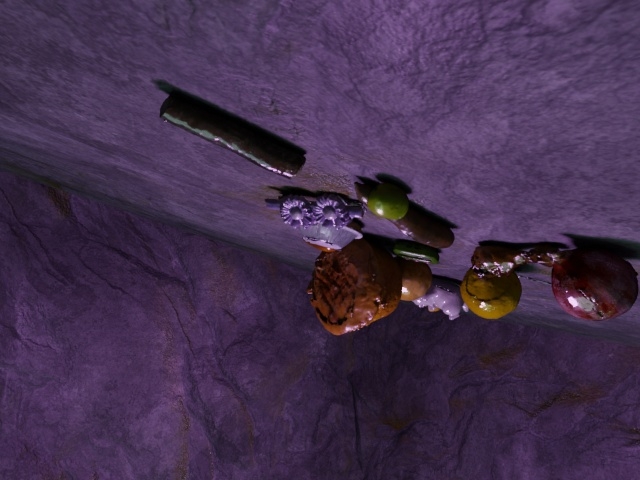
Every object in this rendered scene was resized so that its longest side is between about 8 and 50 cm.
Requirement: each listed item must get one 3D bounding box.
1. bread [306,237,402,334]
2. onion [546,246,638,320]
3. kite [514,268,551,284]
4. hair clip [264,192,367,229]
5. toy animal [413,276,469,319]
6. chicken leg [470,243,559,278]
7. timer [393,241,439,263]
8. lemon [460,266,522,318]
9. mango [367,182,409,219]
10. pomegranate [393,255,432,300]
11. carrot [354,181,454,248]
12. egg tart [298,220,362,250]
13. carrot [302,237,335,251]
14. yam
[{"bbox_3d":[0.117,0.161,1.540,0.204,0.336,0.358,11,154,-35],"label":"bread"},{"bbox_3d":[0.555,0.078,0.915,0.195,0.159,0.159,34,167,-13],"label":"onion"},{"bbox_3d":[0.641,0.118,1.429,0.250,0.012,0.229,12,171,16],"label":"kite"},{"bbox_3d":[-0.016,-0.081,1.133,0.292,0.084,0.106,7,125,31],"label":"hair clip"},{"bbox_3d":[0.493,0.229,1.937,0.208,0.154,0.325,-3,-154,-38],"label":"toy animal"},{"bbox_3d":[0.477,0.046,1.081,0.107,0.087,0.251,0,172,-27],"label":"chicken leg"},{"bbox_3d":[0.310,0.039,1.396,0.140,0.047,0.128,11,172,25],"label":"timer"},{"bbox_3d":[0.513,0.150,1.313,0.181,0.180,0.193,15,155,2],"label":"lemon"},{"bbox_3d":[0.143,-0.077,0.890,0.108,0.073,0.056,29,-167,-46],"label":"mango"},{"bbox_3d":[0.321,0.144,1.603,0.196,0.196,0.196,15,171,2],"label":"pomegranate"},{"bbox_3d":[0.191,-0.052,0.995,0.342,0.070,0.070,24,168,-35],"label":"carrot"},{"bbox_3d":[0.016,-0.029,1.337,0.234,0.094,0.234,13,173,2],"label":"egg tart"},{"bbox_3d":[0.000,0.000,1.534,0.067,0.067,0.225,20,179,-24],"label":"carrot"},{"bbox_3d":[-0.152,-0.185,0.793,0.274,0.061,0.061,22,169,-30],"label":"yam"}]
